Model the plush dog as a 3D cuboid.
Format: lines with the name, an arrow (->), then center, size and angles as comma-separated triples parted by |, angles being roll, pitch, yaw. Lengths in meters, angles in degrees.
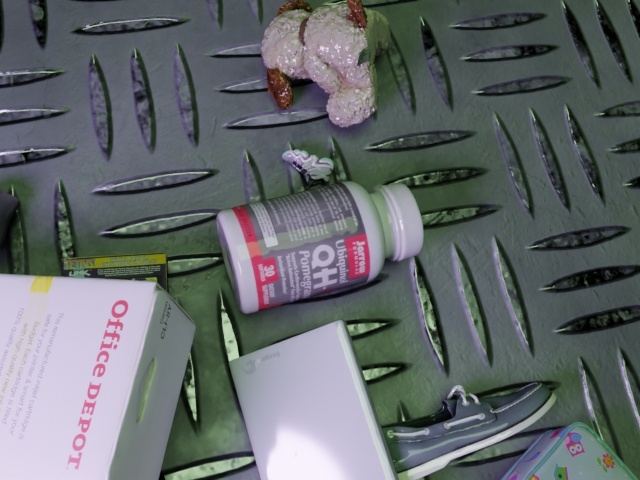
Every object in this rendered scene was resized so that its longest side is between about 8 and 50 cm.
plush dog -> -0.006, -0.363, 1.285 | 0.225, 0.210, 0.263 | 2, 66, 20

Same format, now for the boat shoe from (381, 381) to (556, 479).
boat shoe -> 0.229, 0.287, 1.107 | 0.319, 0.116, 0.099 | -22, 79, -10

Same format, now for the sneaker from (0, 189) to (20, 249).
sneaker -> -0.613, -0.033, 1.130 | 0.222, 0.083, 0.118 | 9, 50, 2

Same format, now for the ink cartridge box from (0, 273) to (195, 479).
ink cartridge box -> -0.398, 0.203, 0.950 | 0.384, 0.160, 0.279 | 2, 64, 14

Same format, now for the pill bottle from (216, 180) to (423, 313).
pill bottle -> 0.000, 0.000, 1.143 | 0.318, 0.176, 0.176 | -14, 73, -13

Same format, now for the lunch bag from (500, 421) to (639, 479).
lunch bag -> 0.423, 0.441, 1.070 | 0.224, 0.108, 0.279 | -33, 81, -36

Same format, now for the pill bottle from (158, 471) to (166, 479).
pill bottle -> -0.321, 0.407, 0.978 | 0.219, 0.123, 0.123 | -28, 76, -16

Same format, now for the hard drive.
hard drive -> -0.008, 0.303, 1.068 | 0.203, 0.040, 0.308 | -22, 74, 10

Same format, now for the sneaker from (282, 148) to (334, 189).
sneaker -> -0.027, -0.125, 1.258 | 0.098, 0.038, 0.069 | 12, 68, -3

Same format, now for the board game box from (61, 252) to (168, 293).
board game box -> -0.335, 0.097, 1.128 | 0.170, 0.048, 0.141 | -3, 69, -9
